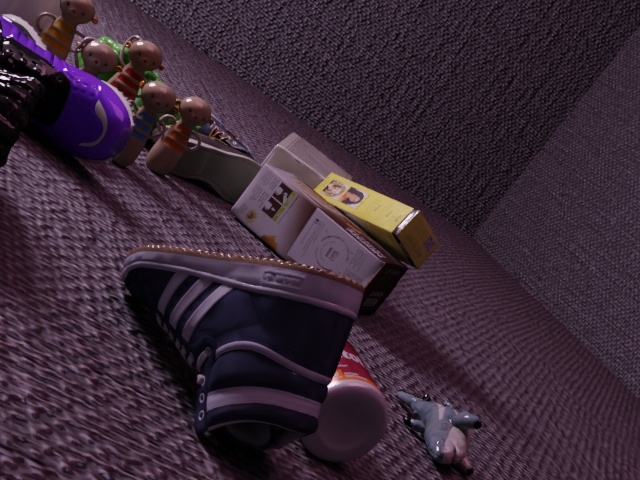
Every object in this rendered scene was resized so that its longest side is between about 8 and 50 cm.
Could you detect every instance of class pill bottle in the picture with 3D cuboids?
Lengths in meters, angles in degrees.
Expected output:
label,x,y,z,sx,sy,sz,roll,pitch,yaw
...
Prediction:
label,x,y,z,sx,sy,sz,roll,pitch,yaw
pill bottle,0.004,0.139,0.993,0.086,0.086,0.152,32,10,-26

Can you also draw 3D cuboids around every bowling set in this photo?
label,x,y,z,sx,sy,sz,roll,pitch,yaw
bowling set,-0.267,-0.193,1.385,0.287,0.154,0.200,32,10,-23

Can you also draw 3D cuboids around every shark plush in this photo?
label,x,y,z,sx,sy,sz,roll,pitch,yaw
shark plush,0.131,0.210,1.215,0.067,0.073,0.161,-1,32,-22

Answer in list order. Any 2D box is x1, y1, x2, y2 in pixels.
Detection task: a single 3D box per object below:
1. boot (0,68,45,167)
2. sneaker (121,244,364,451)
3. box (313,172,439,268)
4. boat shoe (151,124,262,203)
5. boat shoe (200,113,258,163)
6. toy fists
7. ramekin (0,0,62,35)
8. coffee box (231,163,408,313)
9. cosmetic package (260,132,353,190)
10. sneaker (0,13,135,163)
label,x,y,z,sx,sy,sz,roll,pitch,yaw
boot,-0.396,-0.193,0.977,0.260,0.131,0.348,25,24,-24
sneaker,-0.094,0.092,0.894,0.282,0.153,0.099,4,-14,44
box,0.085,-0.035,1.657,0.232,0.058,0.087,26,-22,50
boat shoe,-0.167,-0.123,1.621,0.228,0.081,0.068,24,20,-44
boat shoe,-0.189,-0.184,1.875,0.183,0.065,0.083,34,6,-31
toy fists,-0.306,-0.249,1.685,0.142,0.096,0.279,25,17,-48
ramekin,-0.492,-0.370,1.474,0.277,0.135,0.277,36,10,-7
coffee box,0.000,0.000,1.585,0.246,0.098,0.141,41,10,19
cosmetic package,-0.035,-0.106,1.920,0.160,0.113,0.309,37,9,-2
sneaker,-0.361,-0.189,1.238,0.293,0.102,0.146,36,13,23
